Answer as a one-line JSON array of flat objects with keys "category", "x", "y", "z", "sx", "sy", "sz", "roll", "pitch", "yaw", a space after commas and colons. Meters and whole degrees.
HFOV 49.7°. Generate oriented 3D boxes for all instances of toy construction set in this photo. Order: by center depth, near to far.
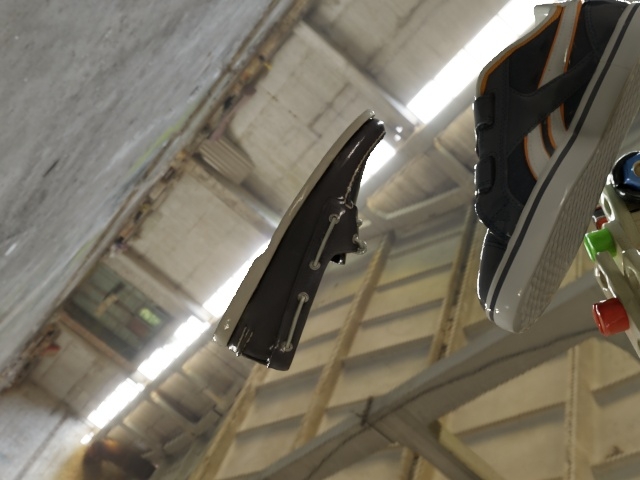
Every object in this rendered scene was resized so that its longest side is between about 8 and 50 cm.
[{"category": "toy construction set", "x": 0.372, "y": 0.002, "z": 0.609, "sx": 0.327, "sy": 0.215, "sz": 0.151, "roll": -14, "pitch": 160, "yaw": -8}]

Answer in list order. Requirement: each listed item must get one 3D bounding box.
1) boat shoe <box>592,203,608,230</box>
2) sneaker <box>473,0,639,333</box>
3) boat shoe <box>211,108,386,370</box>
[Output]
[{"category": "boat shoe", "x": 0.353, "y": 0.002, "z": 0.802, "sx": 0.049, "sy": 0.137, "sz": 0.043, "roll": -9, "pitch": -124, "yaw": 41}, {"category": "sneaker", "x": 0.192, "y": -0.077, "z": 0.620, "sx": 0.321, "sy": 0.127, "sz": 0.126, "roll": -61, "pitch": 150, "yaw": -14}, {"category": "boat shoe", "x": 0.000, "y": 0.000, "z": 0.509, "sx": 0.206, "sy": 0.065, "sz": 0.075, "roll": -58, "pitch": 180, "yaw": -9}]
